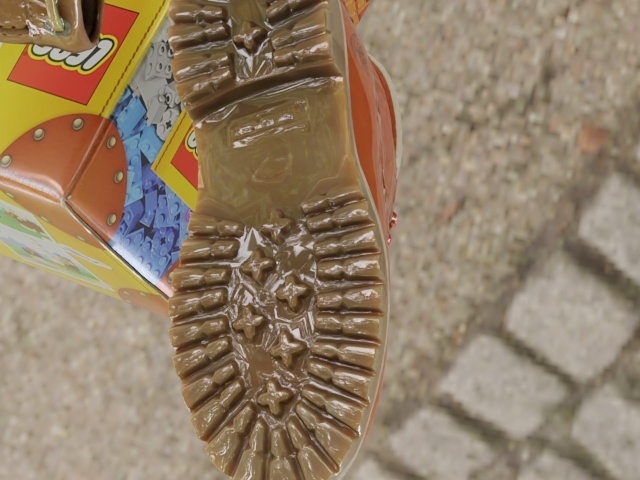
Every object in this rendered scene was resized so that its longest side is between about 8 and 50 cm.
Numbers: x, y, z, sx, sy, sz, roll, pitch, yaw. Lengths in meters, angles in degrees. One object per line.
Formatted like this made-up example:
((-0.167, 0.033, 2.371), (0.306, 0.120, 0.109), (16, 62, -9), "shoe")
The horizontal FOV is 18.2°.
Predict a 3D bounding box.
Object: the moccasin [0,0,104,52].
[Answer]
((-0.114, -0.259, 0.913), (0.147, 0.139, 0.380), (17, 116, 3), "moccasin")

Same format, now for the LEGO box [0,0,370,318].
((-0.228, -0.204, 1.390), (0.500, 0.372, 0.193), (18, 163, 32), "LEGO box")

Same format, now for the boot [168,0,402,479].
((0.000, 0.000, 0.546), (0.059, 0.158, 0.084), (-10, 156, 18), "boot")
